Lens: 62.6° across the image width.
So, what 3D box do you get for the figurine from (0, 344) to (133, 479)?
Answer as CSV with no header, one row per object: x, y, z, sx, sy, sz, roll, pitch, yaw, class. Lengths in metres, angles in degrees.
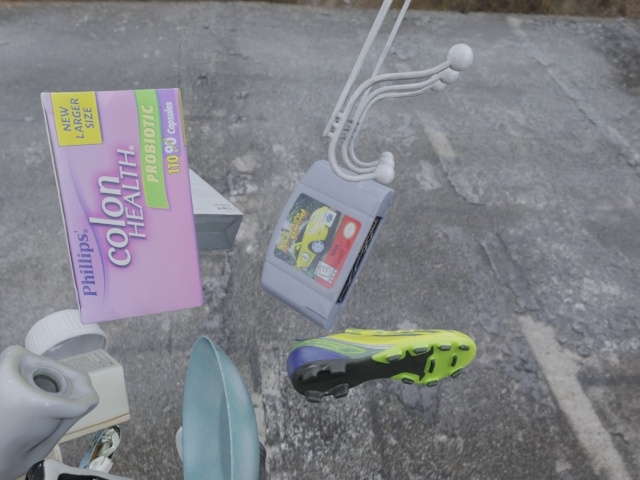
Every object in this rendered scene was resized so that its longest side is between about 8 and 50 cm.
-0.265,0.229,0.426,0.209,0.092,0.215,-51,50,3,figurine

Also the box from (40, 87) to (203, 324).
-0.213,-0.053,0.593,0.117,0.213,0.243,-7,13,-17,box

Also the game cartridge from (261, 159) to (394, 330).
0.000,0.000,1.026,0.196,0.294,0.060,28,8,33,game cartridge

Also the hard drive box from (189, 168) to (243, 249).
-0.306,-0.075,1.111,0.181,0.089,0.232,-1,32,-48,hard drive box

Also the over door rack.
0.096,-0.220,0.520,0.108,0.324,0.239,14,13,4,over door rack

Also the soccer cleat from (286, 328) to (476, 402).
0.091,0.166,0.805,0.289,0.093,0.121,-8,30,-6,soccer cleat

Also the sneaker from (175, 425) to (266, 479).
-0.243,0.527,1.326,0.105,0.295,0.147,-33,22,17,sneaker

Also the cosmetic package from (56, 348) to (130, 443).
-0.527,0.302,0.952,0.310,0.113,0.160,-11,9,-34,cosmetic package

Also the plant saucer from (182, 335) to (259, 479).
-0.087,0.182,0.465,0.038,0.195,0.194,2,46,-24,plant saucer

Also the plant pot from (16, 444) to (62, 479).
-0.868,0.585,1.293,0.334,0.305,0.333,1,66,-2,plant pot

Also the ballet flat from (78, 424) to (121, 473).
-0.483,0.478,1.157,0.070,0.070,0.188,0,27,-7,ballet flat

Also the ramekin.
-0.719,0.287,1.479,0.207,0.207,0.109,-25,60,-27,ramekin
